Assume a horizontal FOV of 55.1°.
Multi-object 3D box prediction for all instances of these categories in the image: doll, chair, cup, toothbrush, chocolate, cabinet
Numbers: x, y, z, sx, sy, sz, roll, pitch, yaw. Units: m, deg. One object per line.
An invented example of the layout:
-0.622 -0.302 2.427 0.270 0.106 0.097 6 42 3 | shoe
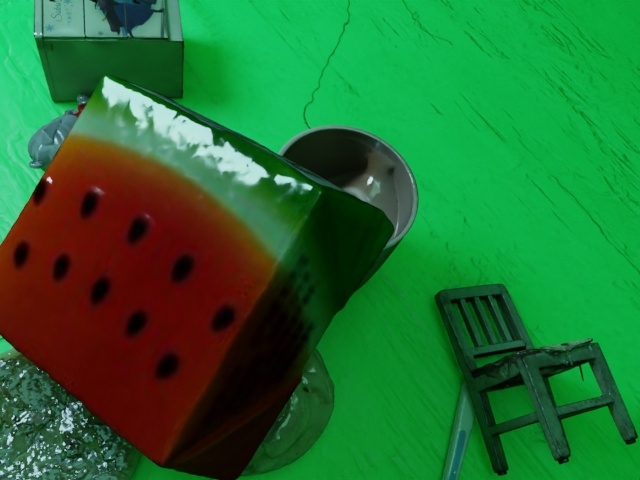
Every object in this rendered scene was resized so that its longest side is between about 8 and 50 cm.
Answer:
-0.377 -0.160 0.918 0.094 0.079 0.180 9 47 9 | doll
0.284 0.163 0.840 0.136 0.147 0.270 -2 64 -24 | chair
0.000 0.000 0.840 0.192 0.200 0.252 28 60 3 | cup
0.163 0.341 0.791 0.040 0.040 0.386 23 60 0 | toothbrush
-0.162 0.028 0.674 0.360 0.161 0.341 30 88 22 | chocolate
-0.326 -0.323 0.966 0.206 0.150 0.145 -5 64 -15 | cabinet

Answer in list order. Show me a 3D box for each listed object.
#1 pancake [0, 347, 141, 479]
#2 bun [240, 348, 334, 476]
-0.336 0.234 0.740 0.254 0.037 0.253 6 62 -11 | pancake
-0.100 0.185 0.771 0.237 0.116 0.209 -12 66 -19 | bun
